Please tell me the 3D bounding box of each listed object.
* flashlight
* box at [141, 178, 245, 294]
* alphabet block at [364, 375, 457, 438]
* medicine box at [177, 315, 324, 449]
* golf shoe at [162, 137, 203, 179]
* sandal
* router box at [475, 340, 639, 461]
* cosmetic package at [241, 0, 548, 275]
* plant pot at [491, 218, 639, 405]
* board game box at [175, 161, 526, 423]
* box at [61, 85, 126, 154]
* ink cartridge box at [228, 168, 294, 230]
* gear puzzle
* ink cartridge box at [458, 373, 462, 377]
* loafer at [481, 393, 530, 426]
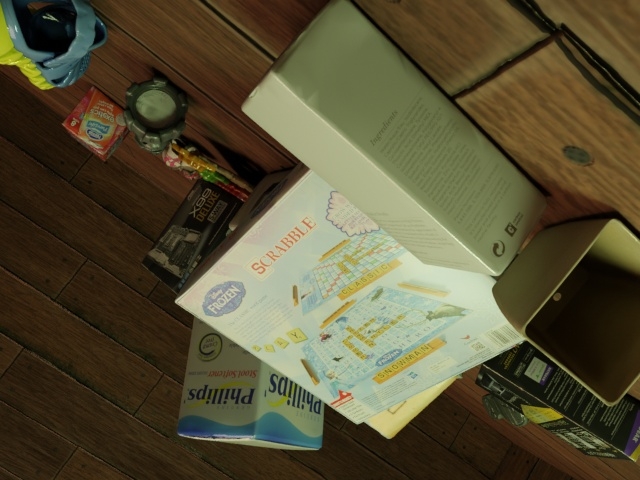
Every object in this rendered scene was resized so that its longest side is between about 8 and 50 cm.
[{"bbox_3d":[-0.301,-0.209,0.926,0.103,0.103,0.304,35,170,-16],"label":"flashlight"},{"bbox_3d":[-0.346,-0.006,1.444,0.242,0.307,0.076,27,172,42],"label":"box"},{"bbox_3d":[0.122,0.196,0.935,0.193,0.197,0.192,34,-149,-1],"label":"alphabet block"},{"bbox_3d":[-0.103,0.219,0.930,0.149,0.289,0.263,-8,154,22],"label":"medicine box"},{"bbox_3d":[-0.313,-0.200,1.157,0.186,0.067,0.086,25,140,47],"label":"golf shoe"},{"bbox_3d":[-0.375,-0.293,0.740,0.317,0.138,0.126,-130,32,-72],"label":"sandal"},{"bbox_3d":[0.406,0.276,0.903,0.243,0.081,0.309,32,170,23],"label":"router box"},{"bbox_3d":[0.057,-0.072,0.417,0.231,0.085,0.117,40,169,-17],"label":"cosmetic package"},{"bbox_3d":[0.211,0.048,0.426,0.109,0.109,0.096,38,-178,-14],"label":"plant pot"},{"bbox_3d":[0.039,0.068,0.618,0.318,0.066,0.318,39,125,-17],"label":"board game box"},{"bbox_3d":[-0.598,-0.308,1.382,0.122,0.128,0.257,38,170,-19],"label":"box"},{"bbox_3d":[0.000,0.000,0.813,0.226,0.131,0.306,39,169,-19],"label":"ink cartridge box"},{"bbox_3d":[-0.172,-0.104,1.004,0.175,0.044,0.339,31,179,25],"label":"gear puzzle"},{"bbox_3d":[0.284,0.351,1.445,0.209,0.062,0.109,-12,143,31],"label":"ink cartridge box"},{"bbox_3d":[0.515,0.434,1.373,0.267,0.084,0.096,98,148,-75],"label":"loafer"}]
